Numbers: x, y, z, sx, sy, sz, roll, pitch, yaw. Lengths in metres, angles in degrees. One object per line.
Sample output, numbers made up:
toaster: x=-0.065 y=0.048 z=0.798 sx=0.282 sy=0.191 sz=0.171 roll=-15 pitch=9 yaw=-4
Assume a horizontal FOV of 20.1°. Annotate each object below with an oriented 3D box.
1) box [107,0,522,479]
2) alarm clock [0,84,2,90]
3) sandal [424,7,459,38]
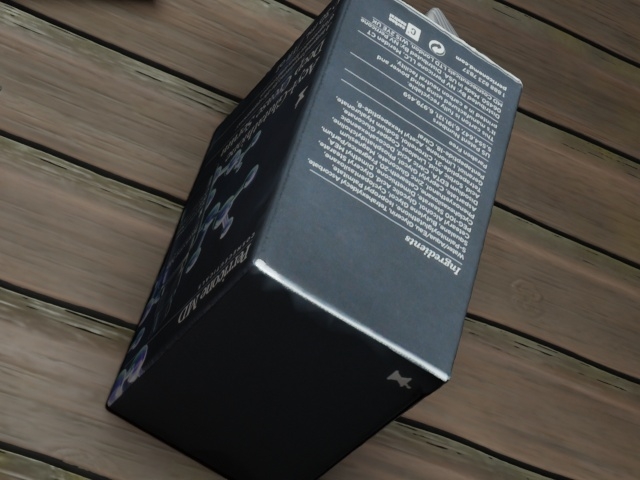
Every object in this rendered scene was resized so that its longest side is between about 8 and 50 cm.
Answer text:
box: x=0.000 y=0.000 z=1.739 sx=0.212 sy=0.293 sz=0.395 roll=31 pitch=47 yaw=-15
alarm clock: x=-0.381 y=-0.177 z=1.613 sx=0.192 sy=0.064 sz=0.129 roll=-12 pitch=71 yaw=-38
sandal: x=0.118 y=-0.190 z=2.116 sx=0.102 sy=0.076 sz=0.265 roll=53 pitch=23 yaw=-14
